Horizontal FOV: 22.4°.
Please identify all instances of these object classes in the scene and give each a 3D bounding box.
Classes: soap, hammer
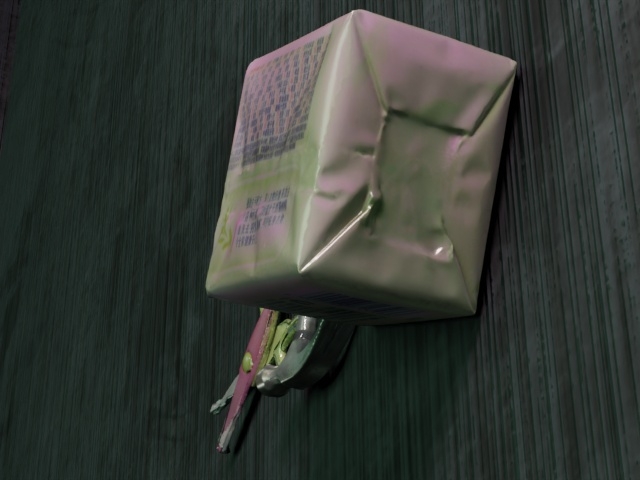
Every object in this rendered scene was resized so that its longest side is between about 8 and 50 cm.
[{"bbox_3d":[0.024,-0.042,1.104,0.199,0.138,0.182,167,114,-68],"label":"soap"},{"bbox_3d":[0.000,0.000,1.297,0.103,0.029,0.246,-31,45,52],"label":"hammer"}]

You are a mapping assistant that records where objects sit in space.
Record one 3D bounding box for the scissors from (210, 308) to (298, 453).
[{"bbox_3d":[-0.054,0.104,1.390,0.187,0.020,0.134,-61,29,33],"label":"scissors"}]
